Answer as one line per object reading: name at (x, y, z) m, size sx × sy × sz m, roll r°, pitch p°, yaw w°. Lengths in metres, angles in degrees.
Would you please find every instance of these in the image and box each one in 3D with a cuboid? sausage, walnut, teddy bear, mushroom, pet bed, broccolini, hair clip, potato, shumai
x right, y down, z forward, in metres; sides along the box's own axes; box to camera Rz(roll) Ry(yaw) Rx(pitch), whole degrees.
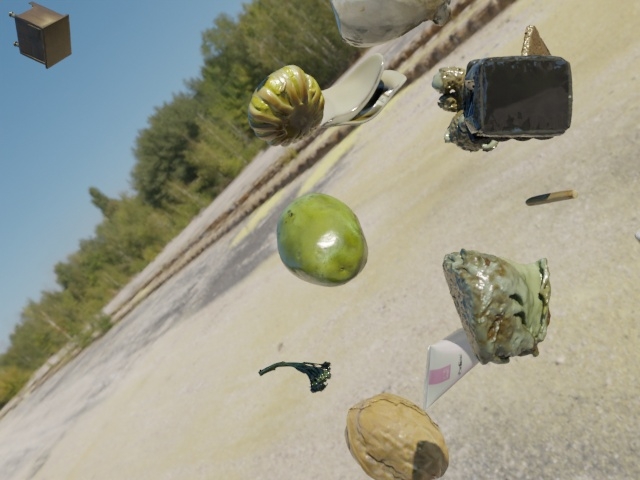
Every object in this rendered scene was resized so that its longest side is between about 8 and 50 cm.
sausage at (0.521, -0.096, 1.378) m, size 0.024 × 0.024 × 0.132 m, roll -52°, pitch 21°, yaw -24°
walnut at (0.165, 0.449, 1.355) m, size 0.198 × 0.245 × 0.198 m, roll -54°, pitch -8°, yaw -12°
teddy bear at (0.471, -0.401, 1.879) m, size 0.267 × 0.256 × 0.156 m, roll 19°, pitch 17°, yaw 41°
mushroom at (0.101, -0.342, 0.882) m, size 0.225 × 0.116 × 0.093 m, roll -11°, pitch -14°, yaw -22°
pet bed at (0.413, -0.305, 1.307) m, size 0.210 × 0.183 × 0.159 m, roll -3°, pitch 6°, yaw 0°
broccolini at (-0.092, 0.498, 2.198) m, size 0.062 × 0.271 × 0.123 m, roll 88°, pitch -179°, yaw -46°
hair clip at (0.101, -0.404, 1.675) m, size 0.282 × 0.113 × 0.172 m, roll -38°, pitch 45°, yaw 2°
potato at (0.002, 0.001, 1.486) m, size 0.216 × 0.216 × 0.304 m, roll -45°, pitch 39°, yaw 6°
shumai at (0.254, 0.078, 0.824) m, size 0.142 × 0.184 × 0.184 m, roll -18°, pitch 15°, yaw 4°

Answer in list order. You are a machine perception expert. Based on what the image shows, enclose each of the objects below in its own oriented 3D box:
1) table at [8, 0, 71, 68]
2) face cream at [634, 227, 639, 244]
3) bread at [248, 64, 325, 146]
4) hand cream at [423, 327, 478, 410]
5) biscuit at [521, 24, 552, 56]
table at (-0.519, -0.383, 1.122) m, size 0.070 × 0.082 × 0.083 m, roll -58°, pitch -10°, yaw -43°
face cream at (0.685, 0.083, 1.065) m, size 0.067 × 0.285 × 0.139 m, roll -42°, pitch 10°, yaw -17°
bread at (-0.077, -0.312, 1.463) m, size 0.213 × 0.105 × 0.213 m, roll -30°, pitch -29°, yaw -19°
hand cream at (0.379, 0.350, 1.773) m, size 0.118 × 0.186 × 0.358 m, roll 11°, pitch 14°, yaw 30°
biscuit at (0.524, -0.406, 1.456) m, size 0.025 × 0.231 × 0.131 m, roll 8°, pitch 80°, yaw 37°
